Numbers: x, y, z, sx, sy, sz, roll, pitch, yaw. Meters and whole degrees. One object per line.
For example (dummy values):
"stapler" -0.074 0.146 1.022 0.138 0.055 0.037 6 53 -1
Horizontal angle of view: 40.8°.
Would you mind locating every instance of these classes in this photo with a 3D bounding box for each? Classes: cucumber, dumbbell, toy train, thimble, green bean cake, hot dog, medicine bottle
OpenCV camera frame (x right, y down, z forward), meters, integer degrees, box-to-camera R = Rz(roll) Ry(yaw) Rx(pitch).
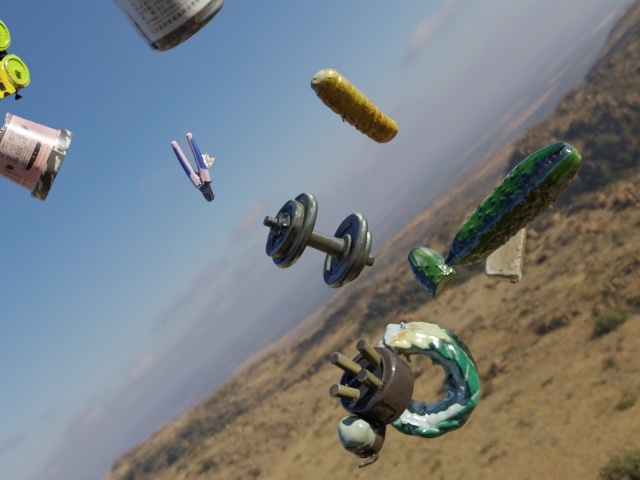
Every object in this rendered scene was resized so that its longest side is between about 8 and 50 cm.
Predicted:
"cucumber" 0.247 -0.042 1.129 0.227 0.069 0.069 -46 0 20
"dumbbell" 0.000 0.000 2.030 0.192 0.289 0.192 -53 25 37
"toy train" -0.788 -0.448 1.968 0.100 0.296 0.160 -19 17 27
"thimble" 0.245 0.330 2.082 0.254 0.288 0.167 -39 1 9
"green bean cake" 0.439 0.008 2.025 0.109 0.085 0.179 22 -104 -73
"hot dog" 0.086 -0.310 2.020 0.088 0.285 0.061 -40 46 25
"cucumber" 0.194 0.047 1.561 0.067 0.107 0.035 -44 -40 2
"medicine bottle" -0.295 -0.464 1.422 0.165 0.273 0.165 -28 29 17

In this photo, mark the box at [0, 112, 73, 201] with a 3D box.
"box" -0.580 -0.171 1.697 0.151 0.135 0.151 -49 28 37

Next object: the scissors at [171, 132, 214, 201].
"scissors" -0.198 -0.114 1.373 0.039 0.113 0.012 -27 1 7

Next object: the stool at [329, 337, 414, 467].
"stool" 0.074 0.263 1.428 0.125 0.121 0.217 -2 61 49

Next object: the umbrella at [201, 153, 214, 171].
"umbrella" -0.251 -0.162 1.884 0.020 0.031 0.083 109 165 -45
